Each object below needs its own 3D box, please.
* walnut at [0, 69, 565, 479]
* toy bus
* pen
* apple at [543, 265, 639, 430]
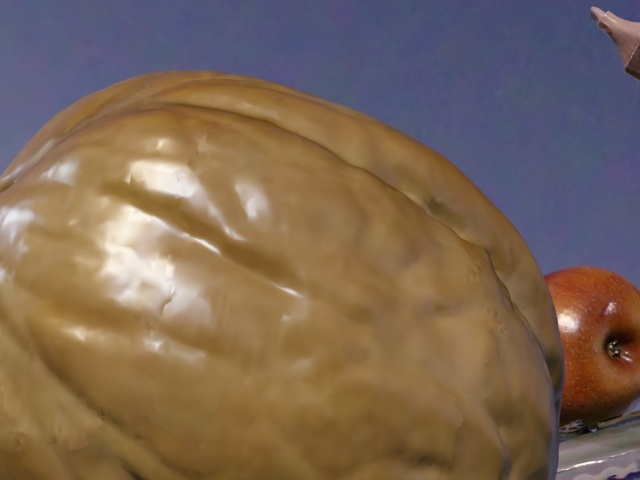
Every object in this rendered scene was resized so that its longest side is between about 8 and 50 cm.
[{"bbox_3d":[-0.026,0.061,0.667,0.313,0.252,0.277,30,-16,-21],"label":"walnut"},{"bbox_3d":[0.355,0.241,1.518,0.317,0.138,0.112,-17,-86,5],"label":"toy bus"},{"bbox_3d":[0.293,-0.128,1.111,0.197,0.032,0.053,38,-38,15],"label":"pen"},{"bbox_3d":[0.310,0.128,1.672,0.201,0.201,0.162,43,-30,-20],"label":"apple"}]
